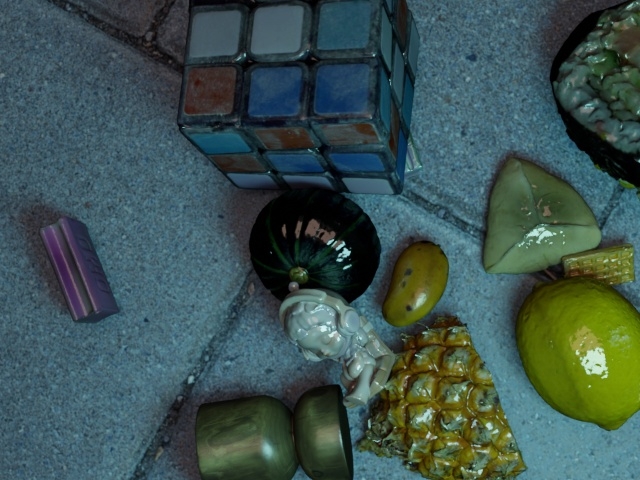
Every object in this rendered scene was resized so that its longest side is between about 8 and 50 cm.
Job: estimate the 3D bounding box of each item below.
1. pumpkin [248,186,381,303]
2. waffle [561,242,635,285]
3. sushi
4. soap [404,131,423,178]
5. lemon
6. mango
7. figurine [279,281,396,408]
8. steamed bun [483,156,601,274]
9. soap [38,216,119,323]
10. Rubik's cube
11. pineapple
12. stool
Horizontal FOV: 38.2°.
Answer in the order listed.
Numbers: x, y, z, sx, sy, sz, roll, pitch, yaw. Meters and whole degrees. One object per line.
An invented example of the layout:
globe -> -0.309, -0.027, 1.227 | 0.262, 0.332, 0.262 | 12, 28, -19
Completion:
pumpkin -> 0.000, 0.000, 1.738 | 0.248, 0.248, 0.248 | -1, 82, 6
waffle -> 0.519, 0.054, 1.728 | 0.135, 0.092, 0.021 | -13, 37, 5
sushi -> 0.597, -0.239, 1.672 | 0.328, 0.285, 0.328 | 33, 81, 31
soap -> 0.132, -0.190, 1.813 | 0.100, 0.056, 0.149 | -20, 81, 6
lemon -> 0.468, 0.192, 1.637 | 0.263, 0.236, 0.236 | 43, 89, -7
mango -> 0.181, 0.081, 1.735 | 0.115, 0.090, 0.178 | -8, 47, 43
figurine -> 0.017, 0.174, 1.618 | 0.237, 0.162, 0.141 | 48, 47, -7
steamed bun -> 0.422, -0.040, 1.736 | 0.212, 0.110, 0.231 | 7, 86, 7
soap -> -0.474, 0.061, 1.817 | 0.065, 0.122, 0.203 | -24, 81, 3
Rubik's cube -> -0.022, -0.294, 1.659 | 0.362, 0.359, 0.363 | 0, 76, 13
pineapple -> 0.189, 0.328, 1.658 | 0.286, 0.209, 0.344 | -25, 79, 3
stool -> -0.082, 0.370, 1.700 | 0.264, 0.179, 0.179 | -9, 81, 5
